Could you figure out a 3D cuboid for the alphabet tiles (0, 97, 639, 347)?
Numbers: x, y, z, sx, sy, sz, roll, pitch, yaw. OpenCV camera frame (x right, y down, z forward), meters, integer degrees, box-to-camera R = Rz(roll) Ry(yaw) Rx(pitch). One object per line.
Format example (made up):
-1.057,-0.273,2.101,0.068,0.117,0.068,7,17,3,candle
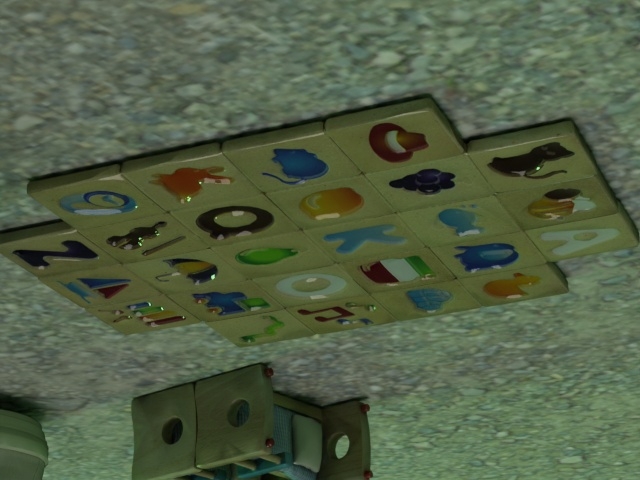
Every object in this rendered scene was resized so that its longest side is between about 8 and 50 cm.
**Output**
0.000,0.000,1.025,0.342,0.011,0.285,-10,156,19,alphabet tiles

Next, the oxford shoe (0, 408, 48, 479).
-0.418,0.213,1.351,0.449,0.130,0.169,-7,161,18,oxford shoe

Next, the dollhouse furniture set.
-0.047,0.204,1.286,0.129,0.184,0.129,-18,153,34,dollhouse furniture set
